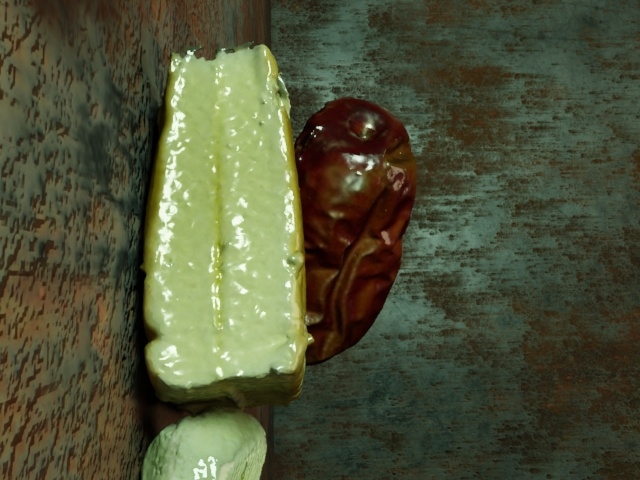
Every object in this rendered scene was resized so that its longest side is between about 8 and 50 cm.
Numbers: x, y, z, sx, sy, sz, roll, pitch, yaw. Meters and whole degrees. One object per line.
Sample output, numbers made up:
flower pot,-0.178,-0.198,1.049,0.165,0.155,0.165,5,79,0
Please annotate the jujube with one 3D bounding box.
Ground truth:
jujube,0.000,0.000,0.771,0.216,0.216,0.342,-93,-160,-52

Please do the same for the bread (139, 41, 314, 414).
bread,-0.066,0.005,0.520,0.239,0.111,0.246,101,-13,-71

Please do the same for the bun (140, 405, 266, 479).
bun,-0.084,0.163,0.438,0.115,0.069,0.115,13,90,-75
